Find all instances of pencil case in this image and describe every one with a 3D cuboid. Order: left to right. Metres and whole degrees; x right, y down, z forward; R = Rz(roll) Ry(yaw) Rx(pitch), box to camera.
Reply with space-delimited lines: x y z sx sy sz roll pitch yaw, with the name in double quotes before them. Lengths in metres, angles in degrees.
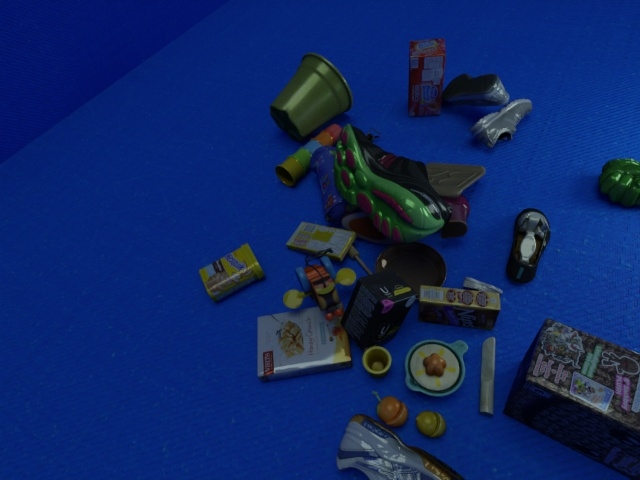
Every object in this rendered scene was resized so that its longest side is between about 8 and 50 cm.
"pencil case" 0.046 -0.183 1.344 0.119 0.133 0.306 7 46 -24

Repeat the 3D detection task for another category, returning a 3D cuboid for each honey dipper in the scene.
"honey dipper" 0.129 0.077 1.181 0.030 0.030 0.161 -30 56 -12

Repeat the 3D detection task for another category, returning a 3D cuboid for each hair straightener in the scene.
"hair straightener" 0.159 -0.341 1.469 0.047 0.089 0.230 36 62 13

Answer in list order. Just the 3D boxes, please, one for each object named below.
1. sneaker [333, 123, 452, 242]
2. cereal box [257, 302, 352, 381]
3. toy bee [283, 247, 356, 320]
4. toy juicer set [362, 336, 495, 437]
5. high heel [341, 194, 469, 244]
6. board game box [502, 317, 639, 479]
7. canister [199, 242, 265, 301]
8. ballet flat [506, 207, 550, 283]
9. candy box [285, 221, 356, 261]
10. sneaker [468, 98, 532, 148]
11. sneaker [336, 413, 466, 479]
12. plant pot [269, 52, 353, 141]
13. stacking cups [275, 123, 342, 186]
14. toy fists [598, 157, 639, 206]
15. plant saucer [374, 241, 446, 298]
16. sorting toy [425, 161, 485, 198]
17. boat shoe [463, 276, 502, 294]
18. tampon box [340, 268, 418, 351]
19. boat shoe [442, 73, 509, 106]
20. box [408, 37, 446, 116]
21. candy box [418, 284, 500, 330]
"sneaker" 0.185 -0.169 1.146 0.202 0.185 0.483 -8 47 -28
"cereal box" -0.046 0.264 1.051 0.240 0.047 0.173 -11 49 3
"toy bee" -0.007 0.131 1.041 0.195 0.298 0.162 -24 83 12
"toy juicer set" 0.269 0.325 0.908 0.329 0.089 0.209 -9 50 4
"high heel" 0.262 -0.081 1.241 0.377 0.127 0.181 5 36 14
"board game box" 0.540 0.314 0.768 0.291 0.232 0.141 22 60 27
"canister" -0.270 0.098 1.218 0.170 0.073 0.126 -29 51 -10
"ballet flat" 0.583 -0.008 1.104 0.095 0.096 0.280 13 55 22
"candy box" 0.000 0.000 1.246 0.206 0.027 0.105 13 57 34
"sneaker" 0.657 -0.411 1.433 0.281 0.105 0.115 -30 86 -17
"sneaker" 0.171 0.484 0.811 0.296 0.112 0.131 23 77 29
"plant pot" -0.055 -0.542 1.586 0.276 0.276 0.254 36 78 33
"stacking cups" -0.028 -0.331 1.498 0.096 0.096 0.316 30 62 31
"toy fists" 0.961 -0.159 1.146 0.279 0.096 0.142 10 56 18
"plant saucer" 0.253 0.089 1.134 0.198 0.036 0.199 -5 50 6
"sorting toy" 0.348 -0.199 1.307 0.307 0.041 0.229 13 35 38
"boat shoe" 0.432 0.130 1.070 0.100 0.035 0.035 21 86 21
"tampon box" 0.142 0.170 0.992 0.120 0.161 0.101 -12 44 -36
"boat shoe" 0.569 -0.553 1.506 0.118 0.103 0.320 -54 24 3
"box" 0.400 -0.613 1.523 0.128 0.257 0.123 1 54 13
"candy box" 0.342 0.169 1.005 0.186 0.109 0.053 3 52 15
